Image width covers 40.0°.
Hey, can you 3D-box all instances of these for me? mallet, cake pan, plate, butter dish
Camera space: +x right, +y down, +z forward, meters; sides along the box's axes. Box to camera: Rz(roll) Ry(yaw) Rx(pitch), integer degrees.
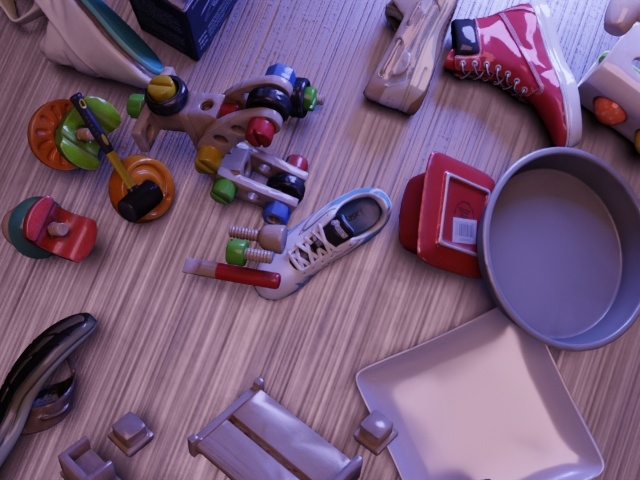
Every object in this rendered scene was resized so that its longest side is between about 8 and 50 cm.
[{"bbox_3d":[-0.289,-0.109,1.196,0.189,0.039,0.062,55,51,-25],"label":"mallet"},{"bbox_3d":[0.348,0.013,1.265,0.293,0.054,0.293,3,81,-21],"label":"cake pan"},{"bbox_3d":[0.226,0.261,1.264,0.277,0.045,0.277,-24,83,-6],"label":"plate"},{"bbox_3d":[0.166,-0.032,1.277,0.160,0.118,0.159,17,77,-42],"label":"butter dish"}]

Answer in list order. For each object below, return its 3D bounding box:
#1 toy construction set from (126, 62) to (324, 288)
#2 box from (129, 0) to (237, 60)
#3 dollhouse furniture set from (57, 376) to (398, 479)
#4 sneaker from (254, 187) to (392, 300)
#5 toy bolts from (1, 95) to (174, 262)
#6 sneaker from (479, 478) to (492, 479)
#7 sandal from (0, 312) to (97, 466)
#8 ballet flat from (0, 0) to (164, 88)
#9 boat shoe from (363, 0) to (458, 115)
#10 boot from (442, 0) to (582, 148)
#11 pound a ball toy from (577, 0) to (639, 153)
[{"bbox_3d":[-0.150,-0.102,1.220,0.237,0.257,0.308,8,86,10],"label":"toy construction set"},{"bbox_3d":[-0.190,-0.375,1.260,0.108,0.207,0.153,31,81,2],"label":"box"},{"bbox_3d":[-0.124,0.323,1.229,0.303,0.173,0.356,35,53,27],"label":"dollhouse furniture set"},{"bbox_3d":[0.000,0.000,1.274,0.237,0.086,0.085,-37,86,-6],"label":"sneaker"},{"bbox_3d":[-0.355,-0.067,1.269,0.218,0.159,0.228,40,66,-37],"label":"toy bolts"},{"bbox_3d":[0.231,0.448,1.197,0.118,0.107,0.278,-23,103,12],"label":"sneaker"},{"bbox_3d":[-0.399,0.232,1.219,0.086,0.120,0.302,34,82,-25],"label":"sandal"},{"bbox_3d":[-0.387,-0.343,1.300,0.139,0.139,0.400,-39,81,-8],"label":"ballet flat"},{"bbox_3d":[0.147,-0.343,1.325,0.098,0.109,0.302,19,86,-1],"label":"boat shoe"},{"bbox_3d":[0.283,-0.234,1.326,0.176,0.088,0.244,-14,74,-4],"label":"boot"},{"bbox_3d":[0.500,-0.200,1.267,0.319,0.208,0.135,37,81,2],"label":"pound a ball toy"}]
